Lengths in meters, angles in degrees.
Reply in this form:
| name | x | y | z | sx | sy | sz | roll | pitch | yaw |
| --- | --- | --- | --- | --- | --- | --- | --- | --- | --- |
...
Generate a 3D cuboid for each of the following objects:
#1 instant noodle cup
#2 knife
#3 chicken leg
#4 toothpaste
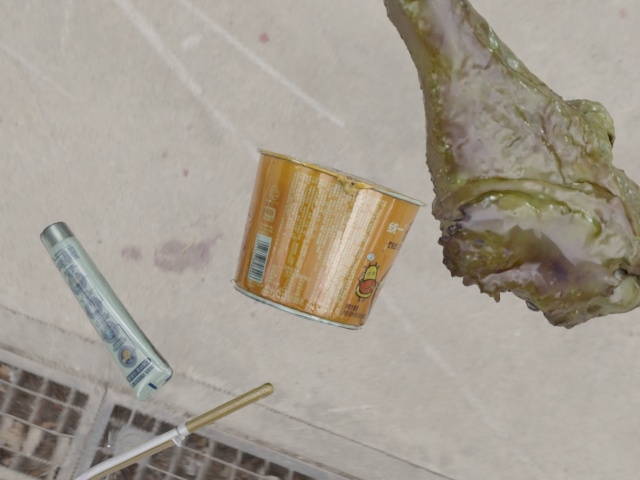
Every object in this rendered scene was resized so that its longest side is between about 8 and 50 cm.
| name | x | y | z | sx | sy | sz | roll | pitch | yaw |
| --- | --- | --- | --- | --- | --- | --- | --- | --- | --- |
| instant noodle cup | 0.000 | 0.000 | 1.343 | 0.216 | 0.216 | 0.172 | 18 | 92 | -7 |
| knife | -0.165 | 0.222 | 1.263 | 0.256 | 0.046 | 0.022 | -26 | 78 | 1 |
| chicken leg | 0.119 | -0.068 | 0.805 | 0.361 | 0.140 | 0.211 | 44 | 41 | -22 |
| toothpaste | -0.255 | 0.079 | 1.330 | 0.062 | 0.039 | 0.239 | -43 | 73 | 21 |
